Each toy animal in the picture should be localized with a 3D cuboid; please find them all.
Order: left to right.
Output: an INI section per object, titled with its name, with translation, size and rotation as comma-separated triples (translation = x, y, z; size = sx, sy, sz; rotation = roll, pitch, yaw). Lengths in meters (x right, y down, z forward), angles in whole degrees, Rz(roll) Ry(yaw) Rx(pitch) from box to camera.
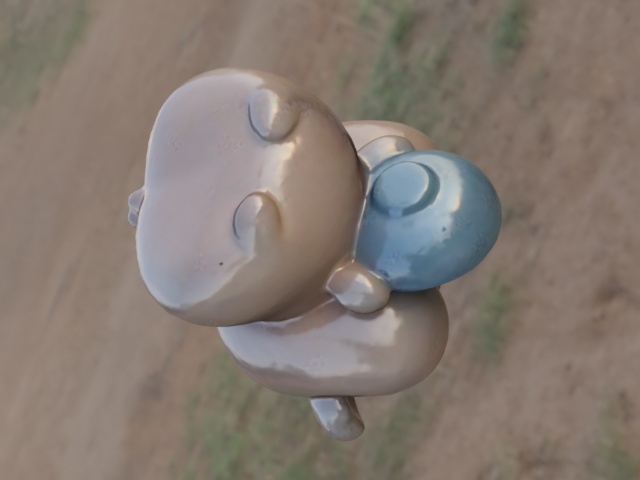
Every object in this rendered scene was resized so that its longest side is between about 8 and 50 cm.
[toy animal]
translation = -0.019, 0.002, 1.280
size = 0.229, 0.221, 0.210
rotation = 137, 143, -61
